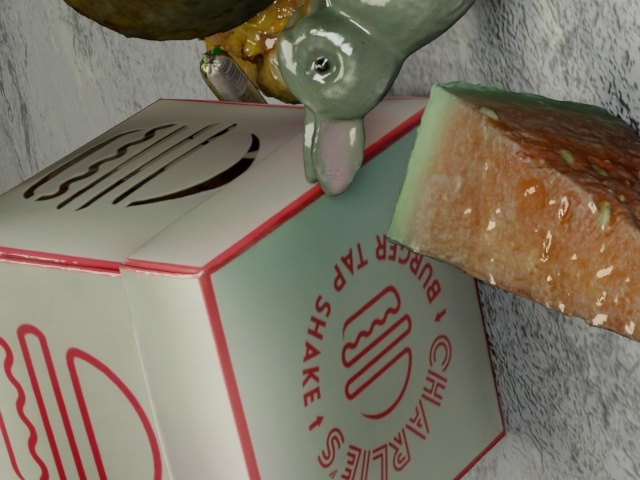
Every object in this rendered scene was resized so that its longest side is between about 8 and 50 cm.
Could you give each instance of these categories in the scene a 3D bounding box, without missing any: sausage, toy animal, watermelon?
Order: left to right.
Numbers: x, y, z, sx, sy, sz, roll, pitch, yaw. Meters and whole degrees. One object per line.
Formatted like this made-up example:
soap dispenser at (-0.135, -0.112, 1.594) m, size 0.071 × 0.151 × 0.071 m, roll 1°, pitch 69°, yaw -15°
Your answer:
sausage at (-0.048, -0.097, 1.658) m, size 0.033 × 0.033 × 0.269 m, roll 57°, pitch -177°, yaw 33°
toy animal at (0.031, -0.145, 1.259) m, size 0.138 × 0.108 × 0.236 m, roll 37°, pitch 102°, yaw 50°
watermelon at (0.179, 0.009, 1.117) m, size 0.257 × 0.193 × 0.139 m, roll 41°, pitch 116°, yaw 62°

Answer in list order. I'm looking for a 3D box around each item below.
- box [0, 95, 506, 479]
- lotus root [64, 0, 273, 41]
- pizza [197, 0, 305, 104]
box at (-0.075, 0.079, 1.482) m, size 0.300 × 0.314 × 0.312 m, roll 7°, pitch 120°, yaw 37°
lotus root at (-0.098, -0.265, 1.422) m, size 0.142 × 0.210 × 0.314 m, roll 63°, pitch 150°, yaw 19°
pizza at (-0.094, -0.265, 1.653) m, size 0.409 × 0.114 × 0.277 m, roll 50°, pitch 159°, yaw 34°
